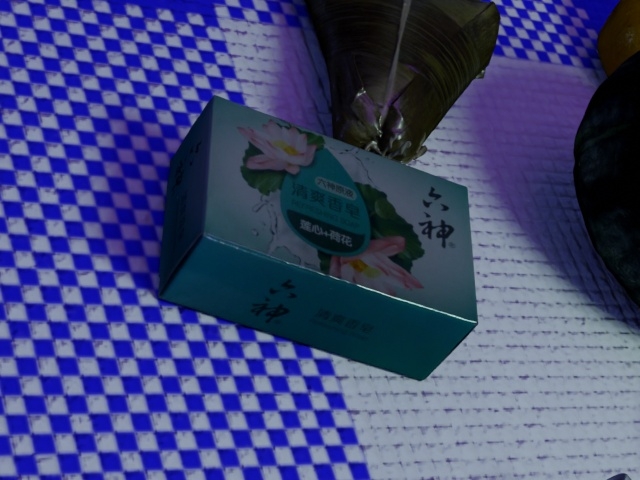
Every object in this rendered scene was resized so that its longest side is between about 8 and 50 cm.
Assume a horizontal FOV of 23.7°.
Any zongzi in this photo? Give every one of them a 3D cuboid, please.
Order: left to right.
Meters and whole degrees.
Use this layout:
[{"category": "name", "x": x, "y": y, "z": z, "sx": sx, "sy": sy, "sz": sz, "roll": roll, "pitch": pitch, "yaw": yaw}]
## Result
[{"category": "zongzi", "x": 0.014, "y": -0.169, "z": 1.400, "sx": 0.241, "sy": 0.111, "sz": 0.248, "roll": 25, "pitch": 47, "yaw": 13}]

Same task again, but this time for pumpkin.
[{"category": "pumpkin", "x": 0.377, "y": -0.049, "z": 1.428, "sx": 0.315, "sy": 0.238, "sz": 0.315, "roll": 9, "pitch": 73, "yaw": -29}]

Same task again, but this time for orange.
[{"category": "orange", "x": 0.372, "y": -0.211, "z": 1.648, "sx": 0.156, "sy": 0.134, "sz": 0.157, "roll": -1, "pitch": 91, "yaw": -57}]

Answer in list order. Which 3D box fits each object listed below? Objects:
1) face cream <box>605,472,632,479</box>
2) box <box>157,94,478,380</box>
[{"category": "face cream", "x": 0.280, "y": 0.296, "z": 1.149, "sx": 0.250, "sy": 0.077, "sz": 0.077, "roll": 52, "pitch": 43, "yaw": 2}, {"category": "box", "x": 0.000, "y": 0.000, "z": 1.232, "sx": 0.244, "sy": 0.092, "sz": 0.153, "roll": 18, "pitch": 46, "yaw": -20}]
